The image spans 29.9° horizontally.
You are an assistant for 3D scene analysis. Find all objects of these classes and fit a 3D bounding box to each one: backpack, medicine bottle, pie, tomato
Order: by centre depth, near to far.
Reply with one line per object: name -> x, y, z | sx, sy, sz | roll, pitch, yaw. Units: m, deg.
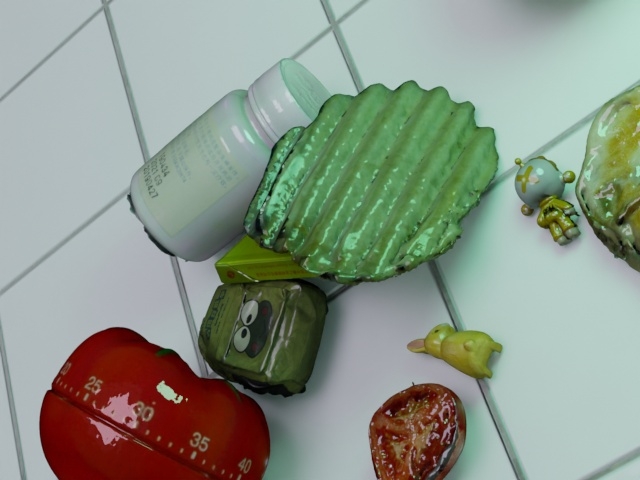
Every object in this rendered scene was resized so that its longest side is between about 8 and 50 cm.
pie -> 0.513, -0.097, 1.692 | 0.339, 0.077, 0.339 | -23, 54, 35
tomato -> 0.162, 0.306, 1.809 | 0.174, 0.082, 0.166 | -36, 50, 28
backpack -> -0.099, 0.157, 2.049 | 0.253, 0.140, 0.207 | 6, 75, 49
medicine bottle -> -0.149, -0.140, 2.150 | 0.379, 0.213, 0.213 | -36, 54, 22

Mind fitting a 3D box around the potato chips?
potato chips -> 0.081, -0.099, 1.907 | 0.359, 0.070, 0.429 | 18, 57, 22

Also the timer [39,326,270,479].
timer -> -0.272, 0.321, 1.955 | 0.378, 0.378, 0.279 | 17, 73, 42

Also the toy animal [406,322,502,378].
toy animal -> 0.195, 0.162, 1.848 | 0.159, 0.083, 0.070 | 10, 71, 50

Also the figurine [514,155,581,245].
figurine -> 0.343, -0.060, 1.824 | 0.101, 0.068, 0.143 | -12, 82, 43

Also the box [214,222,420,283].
box -> 0.000, 0.000, 2.012 | 0.335, 0.047, 0.187 | -5, 28, 37
